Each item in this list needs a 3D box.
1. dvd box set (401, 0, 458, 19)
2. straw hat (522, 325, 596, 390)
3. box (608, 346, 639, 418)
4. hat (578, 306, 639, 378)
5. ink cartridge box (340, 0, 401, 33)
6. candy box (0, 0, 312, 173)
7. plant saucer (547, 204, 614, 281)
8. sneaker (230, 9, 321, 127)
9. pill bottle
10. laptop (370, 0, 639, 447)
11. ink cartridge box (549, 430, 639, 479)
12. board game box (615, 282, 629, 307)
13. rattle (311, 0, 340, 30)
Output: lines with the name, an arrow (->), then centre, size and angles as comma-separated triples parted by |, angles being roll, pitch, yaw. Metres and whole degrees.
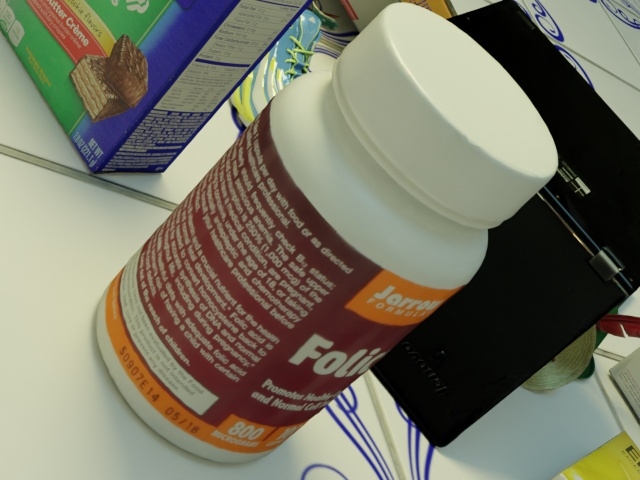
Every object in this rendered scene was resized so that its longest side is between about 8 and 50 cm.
dvd box set -> 0.173, -0.378, 1.889 | 0.420, 0.062, 0.307 | 53, 17, -43
straw hat -> 0.284, 0.125, 1.557 | 0.144, 0.144, 0.061 | 34, -10, -19
box -> 0.574, 0.223, 1.641 | 0.127, 0.231, 0.262 | 3, 49, -50
hat -> 0.384, 0.076, 1.632 | 0.208, 0.183, 0.173 | 37, 31, -16
ink cartridge box -> 0.047, -0.450, 1.914 | 0.218, 0.092, 0.158 | 63, 7, 31
candy box -> -0.176, -0.267, 1.214 | 0.122, 0.317, 0.268 | -8, 58, -55
plant saucer -> 0.355, 0.013, 1.786 | 0.198, 0.036, 0.198 | 17, 37, -13
sneaker -> -0.053, -0.229, 1.519 | 0.091, 0.126, 0.240 | 21, 37, -36
pill bottle -> 0.000, 0.000, 1.023 | 0.224, 0.392, 0.224 | 32, 32, -23
laptop -> 0.187, -0.043, 1.406 | 0.382, 0.236, 0.408 | 51, 40, 9
ink cartridge box -> 0.413, 0.378, 1.411 | 0.307, 0.072, 0.303 | -12, 62, -54
board game box -> 0.438, 0.055, 1.890 | 0.126, 0.026, 0.186 | 51, 29, 9
rattle -> -0.062, -0.392, 1.822 | 0.130, 0.143, 0.199 | 60, -4, 37
